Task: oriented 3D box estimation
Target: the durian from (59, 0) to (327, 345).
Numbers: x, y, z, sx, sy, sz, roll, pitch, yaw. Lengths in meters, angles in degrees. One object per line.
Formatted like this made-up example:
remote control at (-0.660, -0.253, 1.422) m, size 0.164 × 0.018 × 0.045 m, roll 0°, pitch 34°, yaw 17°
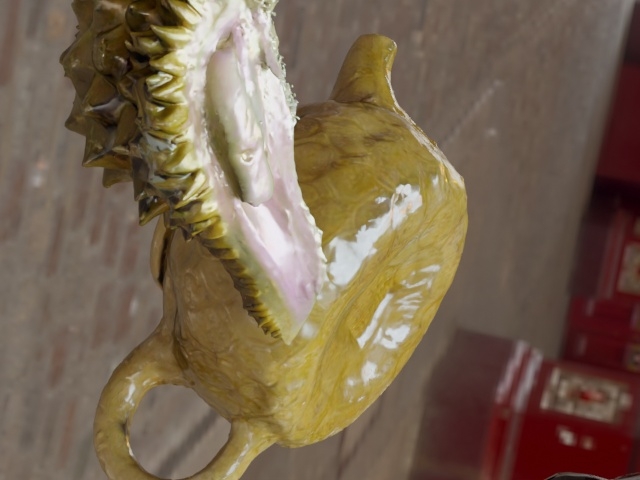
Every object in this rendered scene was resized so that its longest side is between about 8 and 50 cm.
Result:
durian at (-0.062, -0.033, 0.767) m, size 0.078 × 0.140 × 0.224 m, roll -43°, pitch 119°, yaw -45°

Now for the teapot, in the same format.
teapot at (-0.033, 0.013, 0.941) m, size 0.311 × 0.167 × 0.203 m, roll -55°, pitch 157°, yaw -9°

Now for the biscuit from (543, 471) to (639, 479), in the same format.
biscuit at (0.015, 0.175, 0.322) m, size 0.268 × 0.115 × 0.366 m, roll -54°, pitch 178°, yaw 22°
